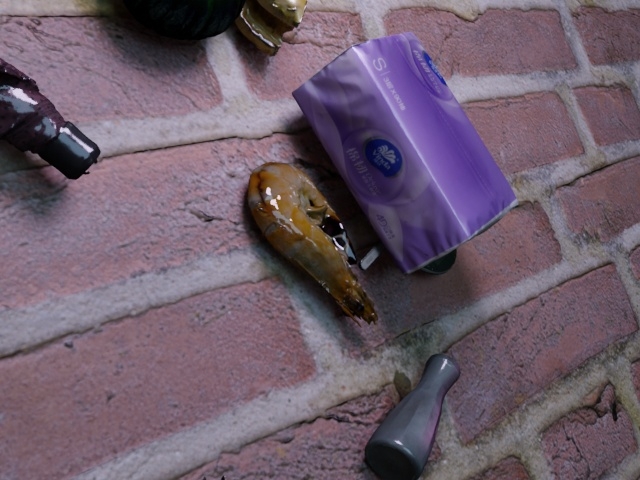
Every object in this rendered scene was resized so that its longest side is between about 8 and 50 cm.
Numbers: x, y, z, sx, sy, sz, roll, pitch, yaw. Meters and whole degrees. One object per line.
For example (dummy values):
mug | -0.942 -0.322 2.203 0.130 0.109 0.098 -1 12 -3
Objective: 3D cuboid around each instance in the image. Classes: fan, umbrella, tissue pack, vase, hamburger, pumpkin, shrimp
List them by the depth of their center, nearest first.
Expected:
umbrella | -0.387 -0.179 0.886 0.326 0.094 0.090 42 7 -19
pumpkin | -0.189 -0.373 1.097 0.202 0.140 0.202 19 59 -35
shrimp | 0.000 0.000 1.177 0.287 0.063 0.152 50 36 -13
vase | 0.147 0.257 1.190 0.086 0.086 0.214 53 43 -12
hamburger | -0.075 -0.415 1.232 0.130 0.124 0.262 17 63 -17
tissue pack | 0.145 -0.141 1.247 0.338 0.160 0.242 57 37 0
fan | 0.126 -0.050 1.304 0.294 0.012 0.223 5 63 -49

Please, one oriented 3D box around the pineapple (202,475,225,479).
pineapple | -0.072 0.382 0.934 0.251 0.125 0.125 46 49 -12
